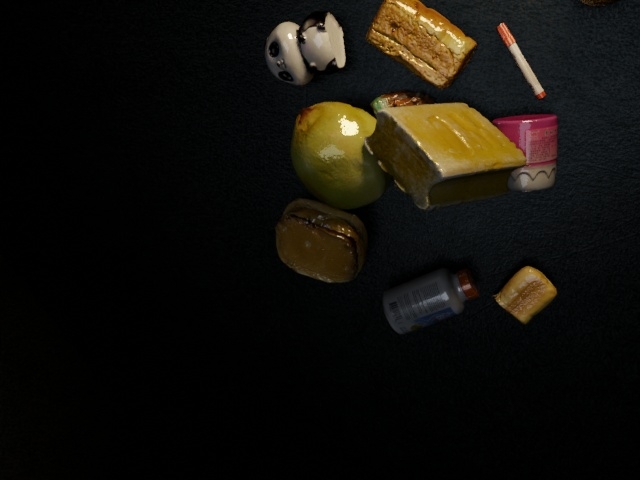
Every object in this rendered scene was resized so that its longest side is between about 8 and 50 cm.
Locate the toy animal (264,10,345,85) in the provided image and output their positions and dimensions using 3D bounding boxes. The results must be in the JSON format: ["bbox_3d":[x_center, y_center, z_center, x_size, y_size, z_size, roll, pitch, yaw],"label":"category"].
[{"bbox_3d":[-0.053,-0.567,1.630,0.234,0.165,0.187,-12,121,18],"label":"toy animal"}]

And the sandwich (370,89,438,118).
[{"bbox_3d":[0.253,-0.385,1.625,0.185,0.109,0.160,47,117,-2],"label":"sandwich"}]

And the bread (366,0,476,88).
[{"bbox_3d":[0.284,-0.567,1.543,0.294,0.132,0.167,34,115,3],"label":"bread"}]

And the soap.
[{"bbox_3d":[0.329,-0.232,1.446,0.294,0.334,0.156,58,143,30],"label":"soap"}]

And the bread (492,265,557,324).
[{"bbox_3d":[0.638,0.165,1.694,0.134,0.085,0.173,41,116,5],"label":"bread"}]

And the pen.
[{"bbox_3d":[0.564,-0.502,1.531,0.028,0.028,0.239,-30,97,24],"label":"pen"}]

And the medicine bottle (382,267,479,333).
[{"bbox_3d":[0.355,0.185,1.751,0.288,0.157,0.157,-25,99,23],"label":"medicine bottle"}]

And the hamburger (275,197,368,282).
[{"bbox_3d":[0.006,0.000,1.753,0.304,0.174,0.284,19,148,8],"label":"hamburger"}]

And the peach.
[{"bbox_3d":[0.058,-0.248,1.614,0.314,0.316,0.282,26,71,33],"label":"peach"}]

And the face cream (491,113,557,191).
[{"bbox_3d":[0.572,-0.248,1.530,0.175,0.175,0.195,-2,106,18],"label":"face cream"}]

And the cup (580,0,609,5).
[{"bbox_3d":[0.694,-0.688,1.320,0.241,0.226,0.185,36,114,-5],"label":"cup"}]
